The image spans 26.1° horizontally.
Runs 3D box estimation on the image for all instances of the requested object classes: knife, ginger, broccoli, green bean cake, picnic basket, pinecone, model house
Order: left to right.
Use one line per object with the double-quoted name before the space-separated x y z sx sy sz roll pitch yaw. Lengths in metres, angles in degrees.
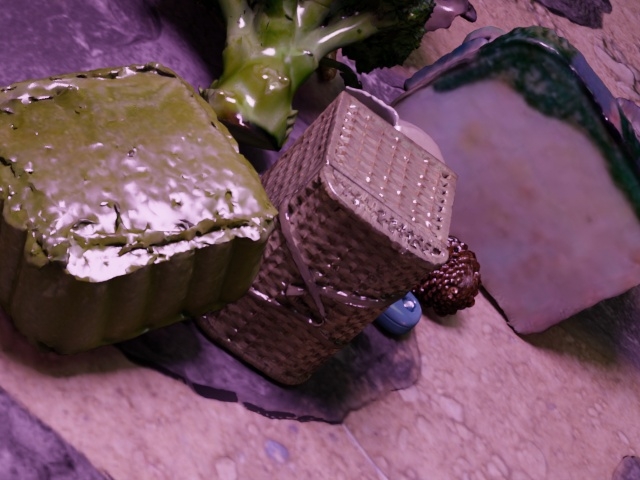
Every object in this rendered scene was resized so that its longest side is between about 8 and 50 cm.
"green bean cake" -0.161 -0.032 1.055 0.214 0.113 0.200 -18 60 -31
"broccoli" -0.030 -0.230 1.358 0.298 0.297 0.297 27 79 -28
"ginger" 0.001 -0.217 1.545 0.097 0.030 0.048 -85 152 -45
"knife" 0.001 -0.001 1.330 0.244 0.032 0.058 42 36 0
"picnic basket" 0.001 0.007 1.164 0.134 0.196 0.154 38 35 -15
"pinecone" 0.123 0.033 1.387 0.077 0.077 0.083 32 10 -22
"model house" 0.245 -0.101 1.514 0.298 0.243 0.284 56 28 -8

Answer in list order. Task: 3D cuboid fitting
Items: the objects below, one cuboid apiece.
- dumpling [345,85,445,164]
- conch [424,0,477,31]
"dumpling" 0.049 -0.071 1.304 0.111 0.181 0.155 -10 79 -42
"conch" 0.057 -0.348 1.556 0.313 0.241 0.186 24 74 -12
